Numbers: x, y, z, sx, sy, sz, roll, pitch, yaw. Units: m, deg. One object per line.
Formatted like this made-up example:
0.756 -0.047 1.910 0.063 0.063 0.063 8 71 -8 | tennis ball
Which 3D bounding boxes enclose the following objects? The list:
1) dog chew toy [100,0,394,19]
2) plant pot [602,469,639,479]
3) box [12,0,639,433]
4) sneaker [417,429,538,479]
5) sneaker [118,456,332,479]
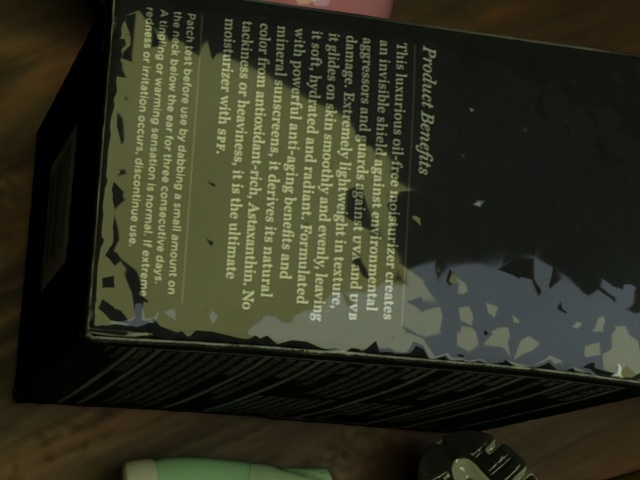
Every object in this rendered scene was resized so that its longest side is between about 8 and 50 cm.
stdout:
-0.080 -0.220 1.045 0.206 0.206 0.332 -43 101 -18 | dog chew toy
0.294 0.227 1.070 0.212 0.187 0.212 -14 85 -17 | plant pot
0.000 0.000 0.972 0.294 0.296 0.182 7 78 -16 | box
0.137 0.207 1.064 0.081 0.094 0.208 -33 72 -17 | sneaker
-0.035 0.249 1.017 0.151 0.094 0.255 -2 78 -10 | sneaker
